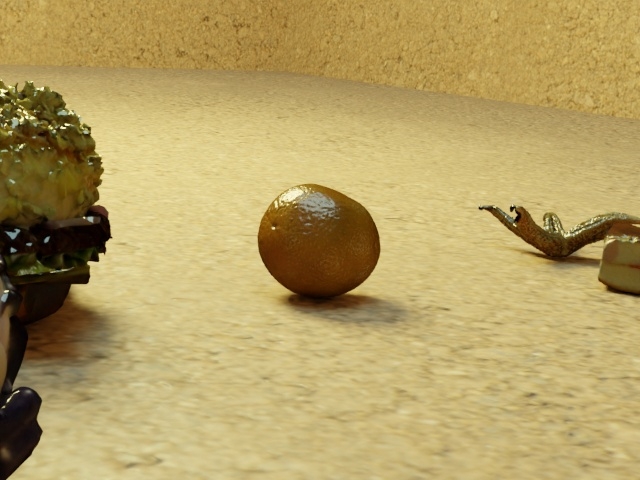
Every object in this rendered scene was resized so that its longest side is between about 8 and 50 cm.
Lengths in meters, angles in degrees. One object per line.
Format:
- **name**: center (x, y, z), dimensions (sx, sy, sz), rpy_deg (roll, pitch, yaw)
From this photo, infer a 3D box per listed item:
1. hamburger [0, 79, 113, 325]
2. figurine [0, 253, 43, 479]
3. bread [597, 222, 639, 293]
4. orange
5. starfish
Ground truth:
- **hamburger**: center (-0.236, -0.026, 0.687), dimensions (0.243, 0.139, 0.261), rpy_deg (0, 11, -18)
- **figurine**: center (-0.166, 0.048, 0.417), dimensions (0.145, 0.145, 0.222), rpy_deg (2, 22, -8)
- **bread**: center (0.231, 0.014, 0.903), dimensions (0.062, 0.043, 0.109), rpy_deg (1, 12, -23)
- **orange**: center (0.000, 0.000, 0.807), dimensions (0.085, 0.085, 0.085), rpy_deg (4, 11, -1)
- **starfish**: center (0.185, -0.007, 0.999), dimensions (0.133, 0.041, 0.130), rpy_deg (4, 0, 38)
